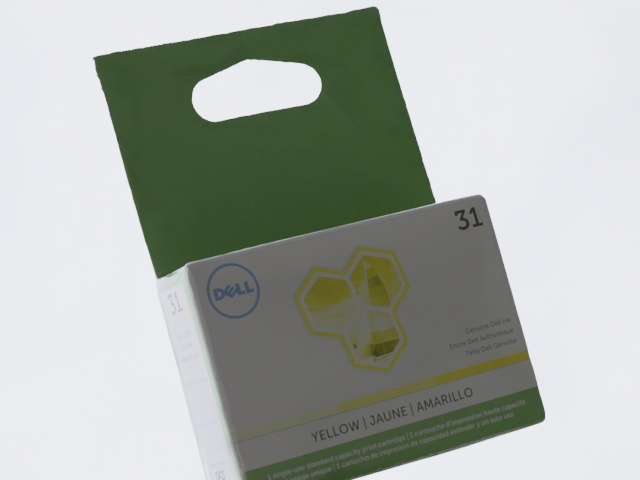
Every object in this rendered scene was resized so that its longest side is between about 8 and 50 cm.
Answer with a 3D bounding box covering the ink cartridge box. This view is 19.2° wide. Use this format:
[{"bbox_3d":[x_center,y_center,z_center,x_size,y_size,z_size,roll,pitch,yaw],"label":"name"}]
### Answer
[{"bbox_3d":[0.000,0.000,0.939,0.171,0.056,0.235,-13,-94,-26],"label":"ink cartridge box"}]
